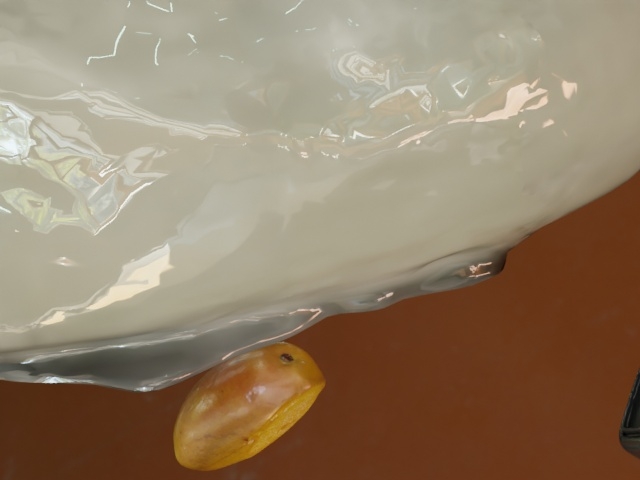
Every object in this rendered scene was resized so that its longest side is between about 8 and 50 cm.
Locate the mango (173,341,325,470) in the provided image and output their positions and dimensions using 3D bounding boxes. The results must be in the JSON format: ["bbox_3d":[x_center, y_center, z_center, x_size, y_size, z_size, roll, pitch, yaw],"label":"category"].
[{"bbox_3d":[-0.096,0.203,2.099,0.217,0.141,0.102,-43,67,18],"label":"mango"}]

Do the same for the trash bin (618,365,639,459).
[{"bbox_3d":[0.413,0.163,1.408,0.182,0.290,0.209,-66,10,-23],"label":"trash bin"}]

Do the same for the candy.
[{"bbox_3d":[-0.101,-0.097,0.594,0.427,0.186,0.386,-23,34,-33],"label":"candy"}]
